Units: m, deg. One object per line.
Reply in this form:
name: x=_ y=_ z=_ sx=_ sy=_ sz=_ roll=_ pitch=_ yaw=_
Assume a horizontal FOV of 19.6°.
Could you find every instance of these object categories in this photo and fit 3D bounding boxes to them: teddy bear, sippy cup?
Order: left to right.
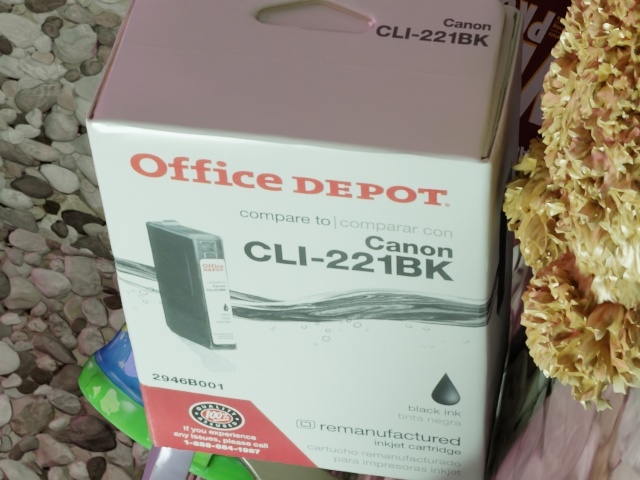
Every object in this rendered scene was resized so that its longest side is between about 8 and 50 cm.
sippy cup: x=-0.104 y=0.111 z=1.979 sx=0.305 sy=0.240 sz=0.224 roll=37 pitch=99 yaw=44
teddy bear: x=0.145 y=-0.091 z=0.752 sx=0.338 sy=0.113 sz=0.245 roll=116 pitch=169 yaw=-52

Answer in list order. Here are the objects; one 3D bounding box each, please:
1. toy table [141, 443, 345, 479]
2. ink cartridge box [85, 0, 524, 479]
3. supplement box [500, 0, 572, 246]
toy table: x=-0.033 y=0.111 z=1.499 sx=0.252 sy=0.161 sz=0.274 roll=-135 pitch=65 yaw=-83
ink cartridge box: x=0.000 y=0.000 z=0.980 sx=0.273 sy=0.197 sz=0.114 roll=86 pitch=-166 yaw=-48
supplement box: x=0.091 y=-0.101 z=1.200 sx=0.191 sy=0.129 sz=0.194 roll=133 pitch=157 yaw=-75
